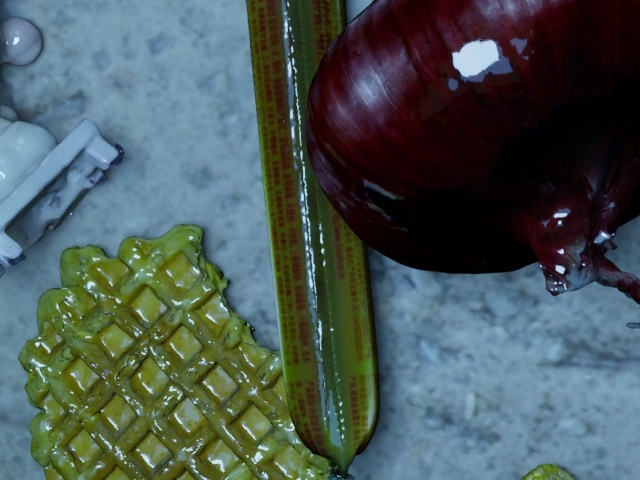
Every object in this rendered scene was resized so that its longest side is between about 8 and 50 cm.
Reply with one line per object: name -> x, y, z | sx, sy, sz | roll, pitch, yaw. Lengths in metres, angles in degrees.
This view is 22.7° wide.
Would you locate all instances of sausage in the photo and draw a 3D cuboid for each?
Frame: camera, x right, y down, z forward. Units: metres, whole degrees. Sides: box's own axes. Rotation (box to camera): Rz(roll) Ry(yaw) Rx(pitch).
sausage -> 0.000, 0.000, 1.136 | 0.082, 0.082, 0.371 | -5, 90, 16

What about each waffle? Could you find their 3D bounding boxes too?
waffle -> -0.105, 0.125, 1.216 | 0.291, 0.051, 0.291 | 1, 96, 13

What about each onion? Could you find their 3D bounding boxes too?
onion -> 0.133, -0.060, 1.015 | 0.273, 0.273, 0.285 | -28, 64, 17

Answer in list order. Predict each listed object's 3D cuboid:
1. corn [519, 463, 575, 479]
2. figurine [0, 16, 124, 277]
corn -> 0.120, 0.249, 1.166 | 0.067, 0.067, 0.206 | 37, 106, 7
figurine -> -0.276, -0.103, 1.156 | 0.182, 0.144, 0.257 | -43, 99, -6
